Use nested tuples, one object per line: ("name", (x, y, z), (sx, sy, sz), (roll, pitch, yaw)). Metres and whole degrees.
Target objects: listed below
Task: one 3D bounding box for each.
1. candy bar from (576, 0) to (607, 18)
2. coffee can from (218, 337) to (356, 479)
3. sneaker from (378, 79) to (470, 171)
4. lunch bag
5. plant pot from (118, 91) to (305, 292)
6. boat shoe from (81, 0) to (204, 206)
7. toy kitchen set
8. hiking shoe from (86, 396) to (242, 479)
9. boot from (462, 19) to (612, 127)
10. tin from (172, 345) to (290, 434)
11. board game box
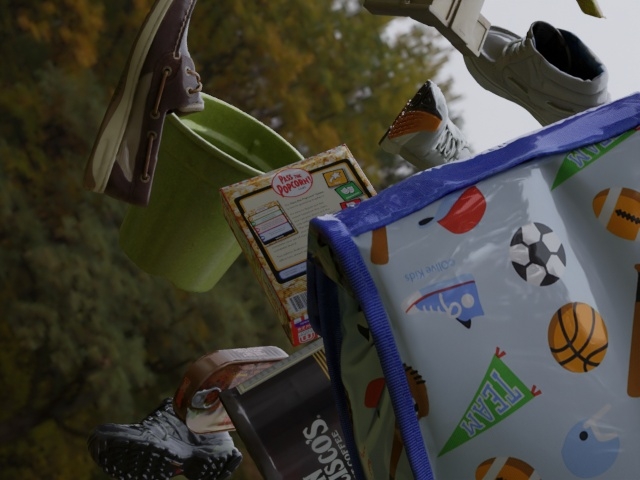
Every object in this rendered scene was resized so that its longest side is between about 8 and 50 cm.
("candy bar", (0.395, -0.360, 1.940), (0.040, 0.018, 0.161), (24, -3, 23))
("coffee can", (0.049, 0.196, 1.508), (0.201, 0.275, 0.201), (59, -8, 14))
("sneaker", (0.160, -0.141, 1.785), (0.121, 0.099, 0.262), (35, 0, -2))
("lunch bag", (0.178, 0.100, 1.041), (0.239, 0.328, 0.385), (-139, -149, -62))
("plant pot", (-0.191, -0.066, 2.106), (0.254, 0.276, 0.276), (-58, -135, 18))
("boat shoe", (-0.220, -0.211, 1.837), (0.123, 0.342, 0.123), (22, -2, -8))
("toy kitchen set", (0.099, -0.209, 1.121), (0.075, 0.068, 0.083), (13, -14, 42))
("hiking shoe", (-0.221, 0.269, 1.783), (0.086, 0.227, 0.114), (-55, -140, 26))
("boot", (0.258, -0.218, 1.558), (0.258, 0.095, 0.123), (46, -22, 39))
("tin", (-0.101, 0.181, 1.594), (0.040, 0.189, 0.106), (33, -71, 35))
("board game box", (0.000, 0.000, 1.325), (0.045, 0.146, 0.193), (84, -18, -50))
